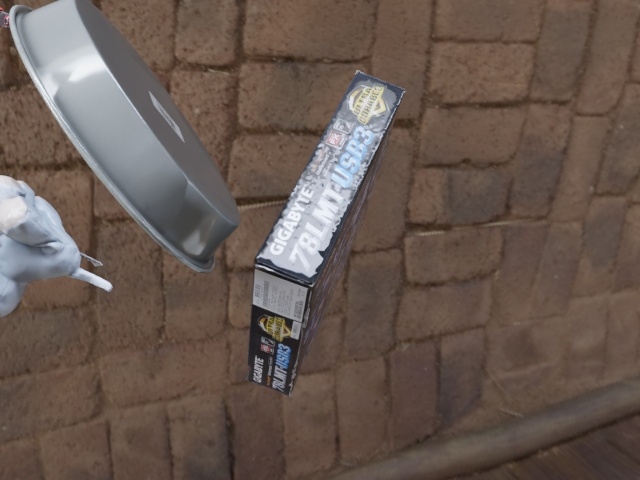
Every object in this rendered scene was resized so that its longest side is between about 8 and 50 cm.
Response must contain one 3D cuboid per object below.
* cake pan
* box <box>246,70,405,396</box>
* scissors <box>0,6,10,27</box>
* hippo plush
[{"bbox_3d":[-0.166,-0.104,0.717,0.054,0.293,0.293,-34,124,3],"label":"cake pan"},{"bbox_3d":[0.000,0.000,0.930,0.293,0.073,0.296,105,9,-58],"label":"box"},{"bbox_3d":[-0.570,-0.388,1.378,0.021,0.297,0.109,-26,146,-58],"label":"scissors"},{"bbox_3d":[-0.626,0.034,1.546,0.236,0.234,0.294,-41,127,-4],"label":"hippo plush"}]
